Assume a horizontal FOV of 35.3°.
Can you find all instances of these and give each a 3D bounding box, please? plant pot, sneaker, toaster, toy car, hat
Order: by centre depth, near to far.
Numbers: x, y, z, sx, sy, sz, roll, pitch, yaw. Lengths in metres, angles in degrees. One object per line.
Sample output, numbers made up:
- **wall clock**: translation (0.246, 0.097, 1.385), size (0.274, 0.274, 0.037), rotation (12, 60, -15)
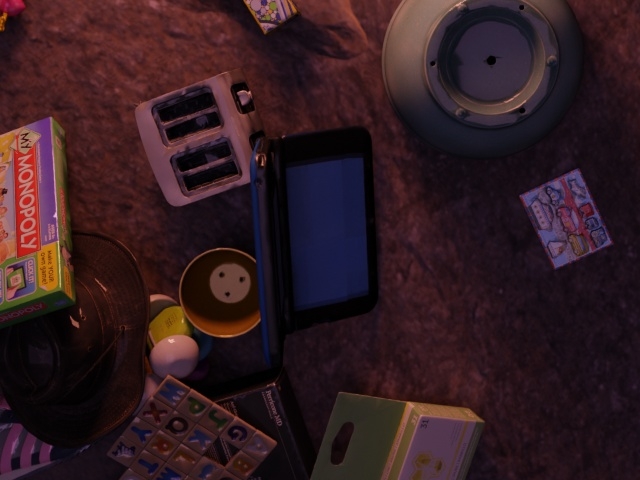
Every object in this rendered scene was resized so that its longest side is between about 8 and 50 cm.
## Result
- **plant pot**: translation (0.227, -0.247, 1.382), size (0.293, 0.196, 0.293), rotation (1, 100, 5)
- **hat**: translation (-0.402, 0.140, 1.470), size (0.331, 0.134, 0.331), rotation (-5, 81, 30)
- **toaster**: translation (-0.174, -0.150, 1.479), size (0.186, 0.110, 0.168), rotation (-18, 97, 8)
- **plant pot**: translation (-0.140, 0.071, 1.520), size (0.134, 0.095, 0.134), rotation (0, 98, 1)
- **toy car**: translation (-0.235, 0.186, 1.542), size (0.136, 0.159, 0.182), rotation (29, 105, -37)
- **sneaker**: translation (-0.449, 0.289, 1.583), size (0.319, 0.112, 0.131), rotation (-25, 100, 8)

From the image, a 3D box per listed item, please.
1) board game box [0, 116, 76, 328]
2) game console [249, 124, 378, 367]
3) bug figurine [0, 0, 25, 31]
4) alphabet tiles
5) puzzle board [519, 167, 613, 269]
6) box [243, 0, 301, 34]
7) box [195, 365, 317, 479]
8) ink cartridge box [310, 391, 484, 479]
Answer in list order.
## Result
- **board game box**: translation (-0.469, -0.017, 1.461), size (0.214, 0.046, 0.317), rotation (-19, 56, 8)
- **game console**: translation (0.000, 0.000, 1.404), size (0.173, 0.250, 0.293), rotation (-4, 103, 0)
- **bug figurine**: translation (-0.529, -0.424, 1.480), size (0.216, 0.072, 0.279), rotation (15, 97, -4)
- **alphabet tiles**: translation (-0.214, 0.338, 1.498), size (0.198, 0.009, 0.237), rotation (35, 102, -16)
- **puzzle board**: translation (0.368, -0.031, 1.502), size (0.096, 0.011, 0.128), rotation (-26, 97, 9)
- **box**: translation (-0.099, -0.385, 1.457), size (0.059, 0.054, 0.169), rotation (-32, 97, 10)
- **box**: translation (-0.105, 0.351, 1.568), size (0.184, 0.103, 0.261), rotation (-17, 98, 12)
- **ink cartridge box**: translation (0.116, 0.326, 1.520), size (0.235, 0.056, 0.171), rotation (11, 104, -27)
